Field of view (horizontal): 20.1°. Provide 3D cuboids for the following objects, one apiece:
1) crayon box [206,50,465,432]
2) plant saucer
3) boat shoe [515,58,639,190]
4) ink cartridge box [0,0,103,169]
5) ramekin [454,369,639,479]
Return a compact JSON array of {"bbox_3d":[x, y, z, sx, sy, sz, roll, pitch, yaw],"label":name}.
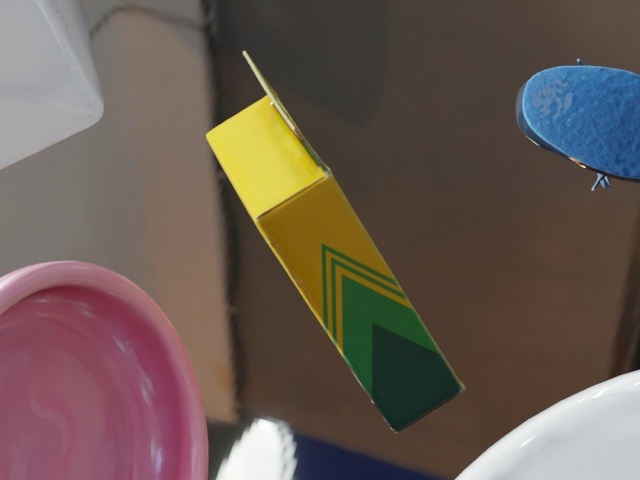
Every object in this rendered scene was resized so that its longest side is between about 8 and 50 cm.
[{"bbox_3d":[0.000,0.000,1.640,0.318,0.081,0.202,58,180,-29],"label":"crayon box"},{"bbox_3d":[-0.229,0.185,1.522,0.332,0.084,0.332,10,-102,-52],"label":"plant saucer"},{"bbox_3d":[0.283,-0.079,1.536,0.089,0.258,0.109,161,125,-78],"label":"boat shoe"},{"bbox_3d":[-0.235,-0.128,0.907,0.119,0.207,0.353,63,-179,-28],"label":"ink cartridge box"},{"bbox_3d":[0.138,0.172,0.617,0.127,0.273,0.273,80,-153,-87],"label":"ramekin"}]
